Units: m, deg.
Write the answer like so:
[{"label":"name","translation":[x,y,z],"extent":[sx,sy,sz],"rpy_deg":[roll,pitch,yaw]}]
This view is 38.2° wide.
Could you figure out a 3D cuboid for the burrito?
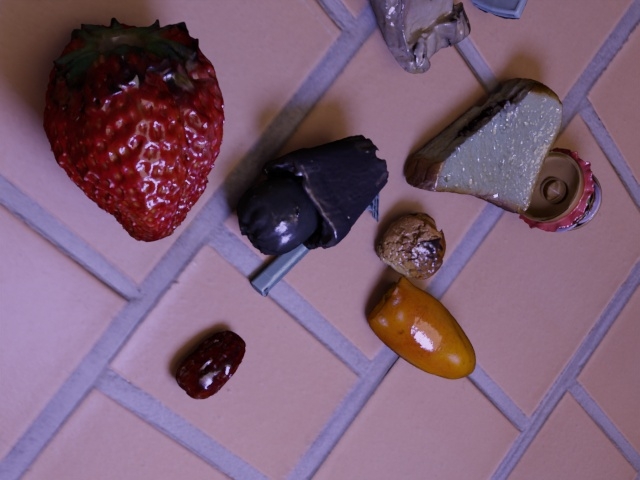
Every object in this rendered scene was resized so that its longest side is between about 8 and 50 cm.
[{"label":"burrito","translation":[0.134,-0.436,1.517],"extent":[0.348,0.107,0.175],"rpy_deg":[53,57,-36]}]

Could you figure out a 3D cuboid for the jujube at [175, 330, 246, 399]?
[{"label":"jujube","translation":[-0.176,0.203,1.511],"extent":[0.129,0.077,0.077],"rpy_deg":[-43,124,-23]}]

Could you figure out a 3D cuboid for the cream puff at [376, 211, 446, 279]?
[{"label":"cream puff","translation":[0.171,0.010,1.683],"extent":[0.133,0.104,0.119],"rpy_deg":[6,108,-36]}]

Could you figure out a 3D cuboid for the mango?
[{"label":"mango","translation":[0.198,0.177,1.729],"extent":[0.252,0.154,0.126],"rpy_deg":[40,87,-23]}]

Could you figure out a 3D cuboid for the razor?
[{"label":"razor","translation":[-0.008,-0.007,1.583],"extent":[0.278,0.056,0.111],"rpy_deg":[-37,158,-14]}]

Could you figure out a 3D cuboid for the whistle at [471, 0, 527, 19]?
[{"label":"whistle","translation":[0.346,-0.549,1.600],"extent":[0.163,0.163,0.290],"rpy_deg":[22,90,-38]}]

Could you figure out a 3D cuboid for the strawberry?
[{"label":"strawberry","translation":[-0.250,-0.140,1.249],"extent":[0.250,0.238,0.288],"rpy_deg":[-42,137,-42]}]

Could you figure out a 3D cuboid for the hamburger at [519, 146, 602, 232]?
[{"label":"hamburger","translation":[0.476,-0.091,1.836],"extent":[0.137,0.175,0.175],"rpy_deg":[20,92,-48]}]

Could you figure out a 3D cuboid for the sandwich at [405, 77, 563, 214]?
[{"label":"sandwich","translation":[0.310,-0.190,1.719],"extent":[0.288,0.099,0.254],"rpy_deg":[8,106,-37]}]

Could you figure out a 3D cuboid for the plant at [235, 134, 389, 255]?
[{"label":"plant","translation":[-0.013,-0.072,1.477],"extent":[0.256,0.142,0.164],"rpy_deg":[-34,102,-19]}]
